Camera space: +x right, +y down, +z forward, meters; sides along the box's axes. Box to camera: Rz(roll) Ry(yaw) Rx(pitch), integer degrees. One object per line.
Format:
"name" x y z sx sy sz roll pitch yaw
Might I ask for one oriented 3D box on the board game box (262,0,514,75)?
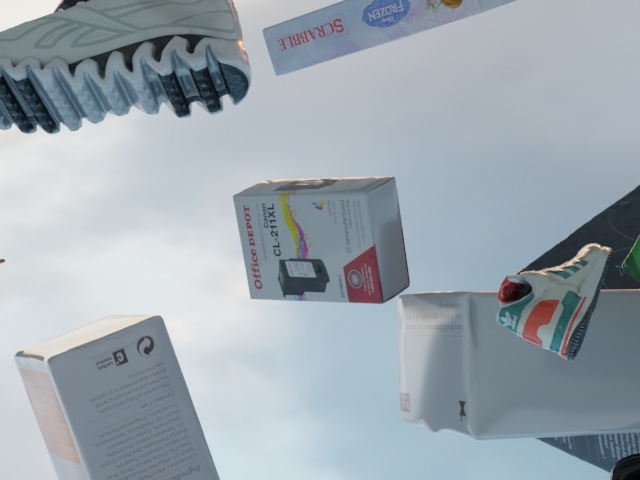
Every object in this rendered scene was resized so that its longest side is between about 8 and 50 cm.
"board game box" 0.146 -0.299 1.633 0.318 0.066 0.318 -11 -169 42

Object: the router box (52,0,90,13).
"router box" -0.288 -0.310 1.917 0.046 0.179 0.133 -43 -161 36

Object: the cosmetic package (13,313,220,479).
"cosmetic package" -0.239 0.334 1.763 0.161 0.453 0.230 -22 -175 -24

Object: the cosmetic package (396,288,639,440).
"cosmetic package" 0.294 0.127 1.439 0.385 0.156 0.217 1 176 -19

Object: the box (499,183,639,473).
"box" 0.608 0.137 1.967 0.480 0.297 0.471 -32 -147 -30

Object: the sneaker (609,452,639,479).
"sneaker" 0.430 0.472 1.599 0.185 0.202 0.483 -22 -132 10

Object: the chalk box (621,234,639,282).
"chalk box" 0.459 0.033 1.197 0.179 0.180 0.289 8 -156 -42

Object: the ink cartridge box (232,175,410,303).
"ink cartridge box" 0.000 0.000 1.467 0.175 0.127 0.072 0 -163 32

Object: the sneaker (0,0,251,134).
"sneaker" -0.210 -0.171 1.204 0.292 0.110 0.118 -5 -114 -1

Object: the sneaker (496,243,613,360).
"sneaker" 0.186 0.036 1.065 0.075 0.057 0.161 19 -151 12

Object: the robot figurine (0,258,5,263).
"robot figurine" -0.450 0.030 1.402 0.128 0.219 0.158 -44 -143 46
